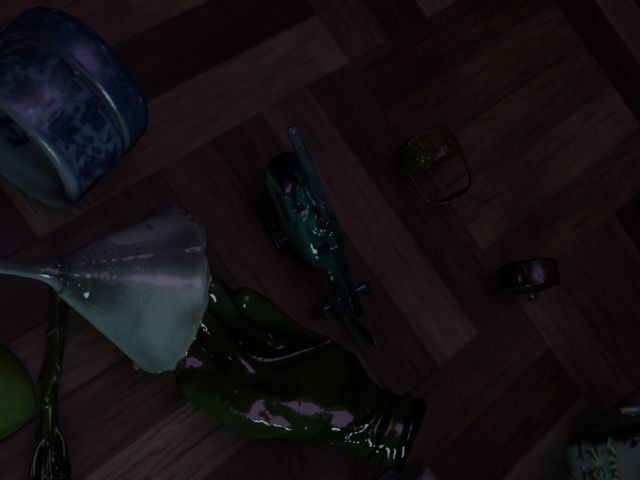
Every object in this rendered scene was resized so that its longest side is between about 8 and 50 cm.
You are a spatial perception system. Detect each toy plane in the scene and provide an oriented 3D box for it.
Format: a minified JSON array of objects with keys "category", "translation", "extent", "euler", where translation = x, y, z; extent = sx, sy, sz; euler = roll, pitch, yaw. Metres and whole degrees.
[{"category":"toy plane","translation":[0.000,0.000,0.767],"extent":[0.060,0.096,0.235],"euler":[-28,105,-24]}]

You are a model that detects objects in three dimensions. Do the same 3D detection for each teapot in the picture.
[{"category":"teapot","translation":[0.235,0.045,0.867],"extent":[0.100,0.068,0.045],"euler":[9,72,-56]}]

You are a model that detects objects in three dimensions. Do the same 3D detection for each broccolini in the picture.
[{"category":"broccolini","translation":[-0.234,0.126,0.663],"extent":[0.042,0.044,0.218],"euler":[-12,73,15]}]

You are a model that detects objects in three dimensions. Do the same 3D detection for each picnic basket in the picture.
[{"category":"picnic basket","translation":[0.130,-0.081,0.858],"extent":[0.072,0.072,0.083],"euler":[-23,86,-27]}]

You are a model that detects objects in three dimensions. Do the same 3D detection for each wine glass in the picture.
[{"category":"wine glass","translation":[-0.219,0.024,0.598],"extent":[0.232,0.156,0.156],"euler":[11,70,-39]}]

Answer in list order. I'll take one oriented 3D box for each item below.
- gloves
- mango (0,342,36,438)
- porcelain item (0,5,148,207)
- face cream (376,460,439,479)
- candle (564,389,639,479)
[{"category":"gloves","translation":[-0.032,0.126,0.704],"extent":[0.268,0.107,0.135],"euler":[31,44,0]},{"category":"mango","translation":[-0.320,0.126,0.594],"extent":[0.195,0.092,0.130],"euler":[2,72,-27]},{"category":"porcelain item","translation":[-0.232,-0.116,0.670],"extent":[0.147,0.147,0.114],"euler":[40,63,-8]},{"category":"face cream","translation":[0.162,0.370,0.720],"extent":[0.102,0.102,0.345],"euler":[-38,90,-27]},{"category":"candle","translation":[0.349,0.250,0.788],"extent":[0.188,0.187,0.330],"euler":[4,71,-22]}]
